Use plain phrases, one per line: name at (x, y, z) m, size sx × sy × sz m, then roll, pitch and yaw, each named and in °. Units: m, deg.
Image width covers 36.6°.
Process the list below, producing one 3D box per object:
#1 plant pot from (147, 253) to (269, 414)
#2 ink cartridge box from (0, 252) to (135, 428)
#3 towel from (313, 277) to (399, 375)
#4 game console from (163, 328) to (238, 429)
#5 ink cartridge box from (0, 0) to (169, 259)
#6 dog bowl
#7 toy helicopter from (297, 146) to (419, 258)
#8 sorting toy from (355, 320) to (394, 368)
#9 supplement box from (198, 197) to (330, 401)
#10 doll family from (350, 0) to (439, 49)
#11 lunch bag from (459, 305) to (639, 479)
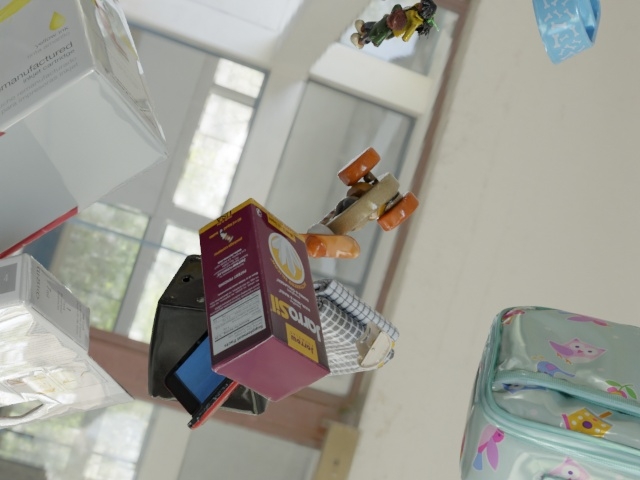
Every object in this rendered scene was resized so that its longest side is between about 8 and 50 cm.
plant pot at (-0.154, 0.126, 1.461) m, size 0.187 × 0.188 × 0.167 m, roll -64°, pitch 154°, yaw -51°
ink cartridge box at (-0.397, 0.133, 1.092) m, size 0.261 × 0.296 × 0.066 m, roll 62°, pitch 18°, yaw -56°
towel at (-0.004, 0.199, 2.119) m, size 0.284 × 0.235 × 0.121 m, roll -17°, pitch -134°, yaw 46°
game console at (-0.134, 0.155, 1.220) m, size 0.144 × 0.085 × 0.124 m, roll -48°, pitch 175°, yaw -3°
ink cartridge box at (-0.381, -0.195, 1.228) m, size 0.279 × 0.160 × 0.384 m, roll -32°, pitch -135°, yaw 6°
dog bowl at (0.451, -0.433, 1.758) m, size 0.074 × 0.166 × 0.297 m, roll -11°, pitch -154°, yaw 27°
toy helicopter at (0.000, 0.000, 1.741) m, size 0.355 × 0.140 × 0.235 m, roll -37°, pitch -172°, yaw 29°
sorting toy at (0.095, 0.189, 1.805) m, size 0.083 × 0.045 × 0.075 m, roll -59°, pitch -143°, yaw 13°
supplement box at (-0.063, 0.063, 1.037) m, size 0.081 × 0.104 × 0.188 m, roll -31°, pitch -133°, yaw 22°
doll family at (0.118, -0.309, 1.209) m, size 0.111 × 0.076 × 0.193 m, roll -7°, pitch -121°, yaw 59°
lunch bag at (0.255, 0.154, 0.755) m, size 0.224 × 0.279 × 0.107 m, roll -51°, pitch 153°, yaw -67°
